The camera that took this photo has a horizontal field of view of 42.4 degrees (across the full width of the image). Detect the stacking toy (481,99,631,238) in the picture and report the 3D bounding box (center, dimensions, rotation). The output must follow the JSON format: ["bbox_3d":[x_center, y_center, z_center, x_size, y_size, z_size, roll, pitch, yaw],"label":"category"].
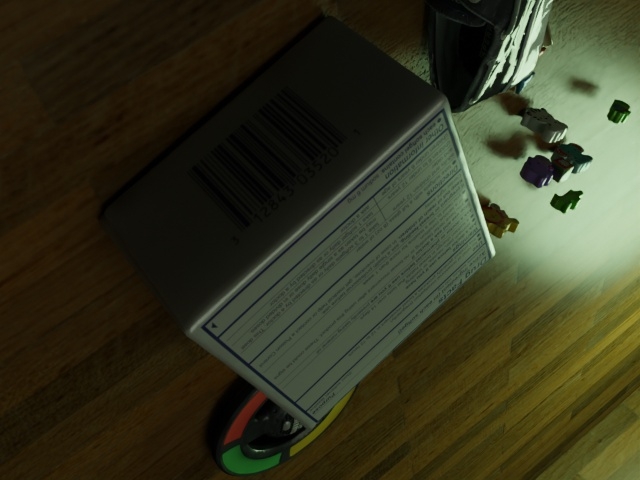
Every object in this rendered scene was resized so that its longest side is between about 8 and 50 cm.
[{"bbox_3d":[0.307,-0.101,1.085,0.221,0.052,0.167,-17,140,-39],"label":"stacking toy"}]

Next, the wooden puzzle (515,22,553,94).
[{"bbox_3d":[0.223,-0.208,0.899,0.078,0.014,0.116,-49,148,6],"label":"wooden puzzle"}]

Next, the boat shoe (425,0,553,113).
[{"bbox_3d":[0.137,-0.228,0.705,0.102,0.108,0.301,-35,154,-18],"label":"boat shoe"}]

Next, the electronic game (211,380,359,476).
[{"bbox_3d":[-0.037,0.211,1.043,0.229,0.048,0.229,-29,145,-23],"label":"electronic game"}]

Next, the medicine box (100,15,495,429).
[{"bbox_3d":[0.000,0.000,0.755,0.263,0.149,0.289,-42,148,-5],"label":"medicine box"}]
